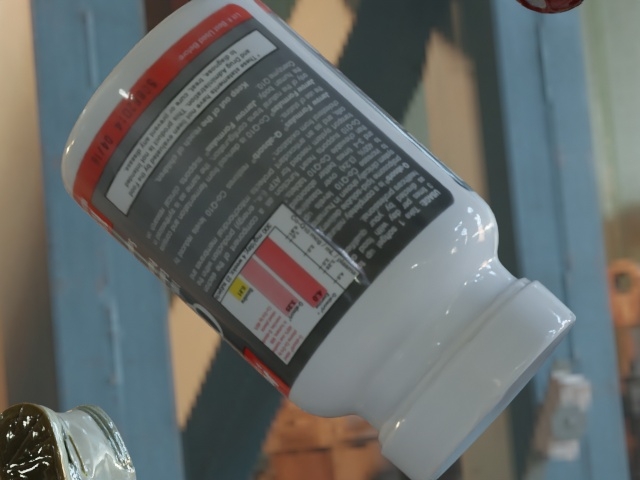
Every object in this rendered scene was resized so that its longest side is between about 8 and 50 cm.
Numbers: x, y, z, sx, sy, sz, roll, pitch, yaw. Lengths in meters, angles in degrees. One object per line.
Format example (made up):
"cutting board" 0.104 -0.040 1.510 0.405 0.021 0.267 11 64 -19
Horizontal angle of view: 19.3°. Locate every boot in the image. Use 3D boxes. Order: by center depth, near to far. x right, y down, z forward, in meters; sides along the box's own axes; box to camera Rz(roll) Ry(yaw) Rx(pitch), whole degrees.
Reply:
"boot" -0.212 0.246 1.636 0.077 0.213 0.165 -14 -8 14

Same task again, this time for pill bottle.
"pill bottle" 0.000 0.000 1.402 0.210 0.363 0.210 -46 -10 -11

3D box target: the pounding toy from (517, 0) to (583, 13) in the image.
"pounding toy" 0.125 -0.150 0.703 0.110 0.183 0.237 -25 16 -13
